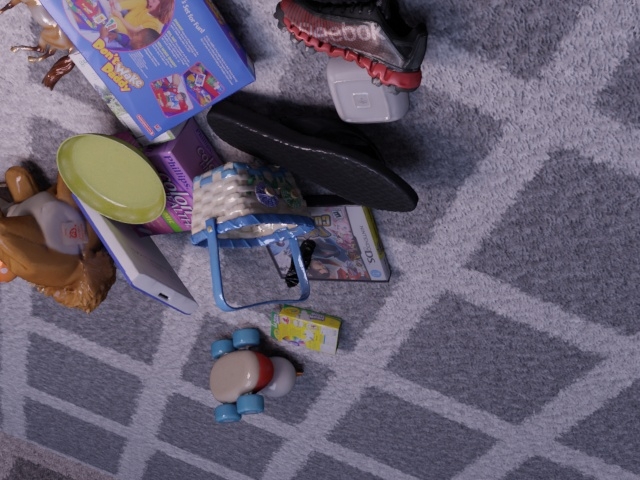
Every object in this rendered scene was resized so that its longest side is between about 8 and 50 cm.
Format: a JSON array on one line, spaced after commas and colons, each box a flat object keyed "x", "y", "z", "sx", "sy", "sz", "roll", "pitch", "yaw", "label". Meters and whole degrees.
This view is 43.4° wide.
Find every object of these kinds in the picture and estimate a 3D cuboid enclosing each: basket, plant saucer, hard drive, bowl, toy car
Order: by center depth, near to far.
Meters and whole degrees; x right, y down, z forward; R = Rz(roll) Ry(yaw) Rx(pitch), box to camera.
[{"x": 0.080, "y": -0.266, "z": 1.445, "sx": 0.142, "sy": 0.053, "sz": 0.142, "roll": 2, "pitch": 136, "yaw": 23, "label": "bowl"}, {"x": -0.135, "y": -0.008, "z": 1.611, "sx": 0.201, "sy": 0.289, "sz": 0.254, "roll": -13, "pitch": 174, "yaw": 37, "label": "basket"}, {"x": -0.420, "y": -0.132, "z": 1.642, "sx": 0.240, "sy": 0.037, "sz": 0.241, "roll": 13, "pitch": 140, "yaw": 11, "label": "plant saucer"}, {"x": -0.413, "y": 0.021, "z": 1.785, "sx": 0.319, "sy": 0.040, "sz": 0.210, "roll": 48, "pitch": -176, "yaw": 36, "label": "hard drive"}, {"x": -0.160, "y": 0.378, "z": 2.209, "sx": 0.237, "sy": 0.219, "sz": 0.210, "roll": 13, "pitch": 151, "yaw": -38, "label": "toy car"}]

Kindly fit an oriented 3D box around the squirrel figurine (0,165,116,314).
[{"x": -0.693, "y": 0.018, "z": 1.942, "sx": 0.370, "sy": 0.281, "sz": 0.397, "roll": -4, "pitch": 132, "yaw": 36, "label": "squirrel figurine"}]

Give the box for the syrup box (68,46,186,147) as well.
[{"x": -0.364, "y": -0.303, "z": 1.560, "sx": 0.093, "sy": 0.096, "sz": 0.237, "roll": -11, "pitch": 130, "yaw": 30, "label": "syrup box"}]

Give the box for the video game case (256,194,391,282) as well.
[{"x": 0.000, "y": 0.000, "z": 1.794, "sx": 0.274, "sy": 0.035, "sz": 0.248, "roll": 1, "pitch": 137, "yaw": 23, "label": "video game case"}]

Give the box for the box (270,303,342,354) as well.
[{"x": -0.039, "y": 0.226, "z": 2.053, "sx": 0.179, "sy": 0.043, "sz": 0.105, "roll": 13, "pitch": 131, "yaw": 7, "label": "box"}]

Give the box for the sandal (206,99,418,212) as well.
[{"x": -0.008, "y": -0.185, "z": 1.528, "sx": 0.445, "sy": 0.107, "sz": 0.167, "roll": 25, "pitch": 163, "yaw": 13, "label": "sandal"}]

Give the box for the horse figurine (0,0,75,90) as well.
[{"x": -0.534, "y": -0.420, "z": 1.518, "sx": 0.174, "sy": 0.066, "sz": 0.263, "roll": -10, "pitch": 124, "yaw": 23, "label": "horse figurine"}]

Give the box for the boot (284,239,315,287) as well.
[{"x": -0.051, "y": 0.064, "z": 1.783, "sx": 0.045, "sy": 0.099, "sz": 0.121, "roll": 25, "pitch": 141, "yaw": -2, "label": "boot"}]

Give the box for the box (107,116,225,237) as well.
[{"x": -0.335, "y": -0.130, "z": 1.727, "sx": 0.242, "sy": 0.117, "sz": 0.214, "roll": -7, "pitch": 133, "yaw": 29, "label": "box"}]

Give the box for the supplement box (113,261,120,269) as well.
[{"x": -0.495, "y": 0.031, "z": 2.028, "sx": 0.043, "sy": 0.055, "sz": 0.083, "roll": 19, "pitch": 141, "yaw": 2, "label": "supplement box"}]

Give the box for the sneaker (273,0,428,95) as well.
[{"x": 0.057, "y": -0.354, "z": 1.324, "sx": 0.276, "sy": 0.098, "sz": 0.135, "roll": 27, "pitch": 124, "yaw": 8, "label": "sneaker"}]

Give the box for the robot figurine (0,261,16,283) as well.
[{"x": -0.885, "y": 0.034, "z": 2.145, "sx": 0.219, "sy": 0.158, "sz": 0.128, "roll": 24, "pitch": 180, "yaw": -4, "label": "robot figurine"}]

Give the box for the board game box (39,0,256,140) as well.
[{"x": -0.300, "y": -0.372, "z": 1.394, "sx": 0.233, "sy": 0.078, "sz": 0.347, "roll": -27, "pitch": 125, "yaw": 11, "label": "board game box"}]
